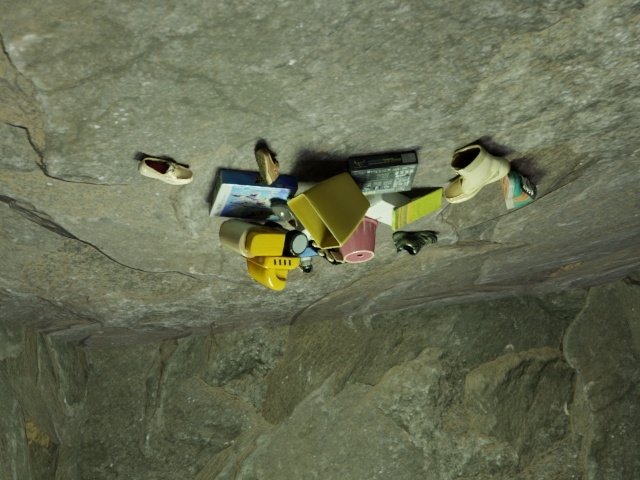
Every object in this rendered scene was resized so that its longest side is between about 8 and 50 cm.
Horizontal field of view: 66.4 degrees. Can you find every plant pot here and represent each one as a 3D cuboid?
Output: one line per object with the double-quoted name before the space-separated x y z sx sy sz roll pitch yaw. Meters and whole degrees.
"plant pot" 0.042 -0.114 1.673 0.187 0.212 0.212 -39 -171 -17
"plant pot" 0.148 -0.013 2.038 0.201 0.181 0.201 -6 157 -2

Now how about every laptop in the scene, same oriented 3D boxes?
"laptop" 0.028 0.082 2.201 0.234 0.264 0.137 -9 124 -47

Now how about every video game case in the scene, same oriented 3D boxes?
"video game case" -0.245 -0.154 1.746 0.269 0.061 0.244 3 156 -22

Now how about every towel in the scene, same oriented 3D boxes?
"towel" 0.377 -0.121 1.900 0.237 0.021 0.102 -25 138 -17

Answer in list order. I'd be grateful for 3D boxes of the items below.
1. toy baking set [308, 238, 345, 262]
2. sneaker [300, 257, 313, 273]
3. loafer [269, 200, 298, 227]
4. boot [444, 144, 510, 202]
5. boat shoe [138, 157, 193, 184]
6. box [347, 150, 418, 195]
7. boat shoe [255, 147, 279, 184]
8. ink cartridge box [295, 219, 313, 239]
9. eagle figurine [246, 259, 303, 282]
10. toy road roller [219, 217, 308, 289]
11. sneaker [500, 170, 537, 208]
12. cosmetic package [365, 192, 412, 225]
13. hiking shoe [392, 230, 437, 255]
"toy baking set" 0.004 0.001 2.049 0.030 0.256 0.196 -51 161 18
"sneaker" -0.069 0.137 2.461 0.063 0.075 0.170 -6 157 -3
"loafer" -0.124 -0.096 1.766 0.062 0.061 0.170 -22 158 22
"boot" 0.509 -0.233 1.733 0.203 0.095 0.261 13 148 -40
"boat shoe" -0.476 -0.218 1.522 0.169 0.063 0.059 7 159 -29
"box" 0.211 -0.228 1.705 0.232 0.059 0.183 -7 156 -1
"boat shoe" -0.166 -0.246 1.566 0.060 0.064 0.178 -35 162 -12
"ink cartridge box" -0.022 -0.061 1.973 0.060 0.104 0.180 -29 150 37
"eagle figurine" -0.256 0.060 2.090 0.298 0.226 0.226 -1 180 -43
"toy road roller" -0.219 0.057 1.834 0.202 0.241 0.329 19 -170 43
"sneaker" 0.763 -0.206 1.874 0.120 0.108 0.302 -16 164 18
"cosmetic package" 0.259 -0.134 1.910 0.117 0.086 0.231 -27 149 37
"hiking shoe" 0.446 0.021 2.289 0.226 0.114 0.086 -1 157 -14
